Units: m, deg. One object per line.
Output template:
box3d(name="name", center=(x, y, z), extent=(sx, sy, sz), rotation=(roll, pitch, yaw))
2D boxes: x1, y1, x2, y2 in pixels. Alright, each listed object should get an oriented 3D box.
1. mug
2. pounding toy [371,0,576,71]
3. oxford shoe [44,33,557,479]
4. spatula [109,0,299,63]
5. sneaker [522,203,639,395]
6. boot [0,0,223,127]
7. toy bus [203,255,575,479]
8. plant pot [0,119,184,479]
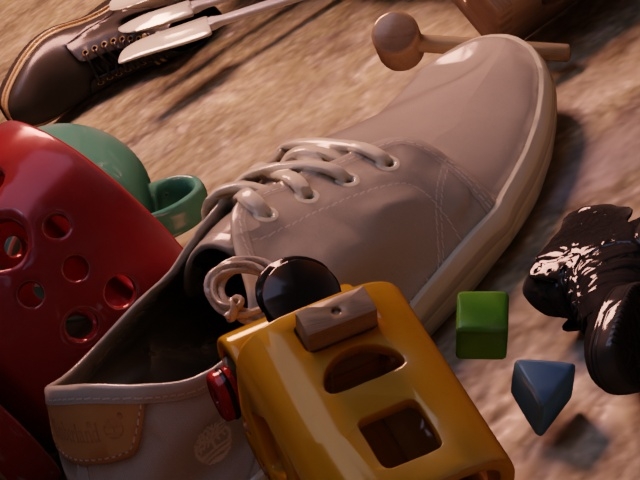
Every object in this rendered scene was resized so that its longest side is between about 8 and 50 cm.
box3d(name="mug", center=(-0.174, -0.015, 1.339), extent=(0.158, 0.129, 0.097), rotation=(-39, 23, 14))
box3d(name="pounding toy", center=(0.123, -0.182, 1.325), extent=(0.206, 0.181, 0.094), rotation=(-36, -17, -5))
box3d(name="oxford shoe", center=(0.000, 0.000, 1.107), extent=(0.169, 0.130, 0.449), rotation=(-7, 34, 48))
box3d(name="spatula", center=(-0.071, -0.227, 1.684), extent=(0.242, 0.019, 0.168), rotation=(-19, 24, 0))
box3d(name="sneaker", center=(0.143, 0.030, 0.969), extent=(0.089, 0.051, 0.170), rotation=(-16, 25, 35))
box3d(name="boot", center=(-0.196, -0.170, 1.743), extent=(0.198, 0.077, 0.137), rotation=(-45, 31, -21))
box3d(name="toy bus", center=(0.011, 0.068, 0.892), extent=(0.202, 0.104, 0.191), rotation=(13, 53, 13))
box3d(name="plant pot", center=(-0.186, 0.049, 1.179), extent=(0.174, 0.191, 0.191), rotation=(-49, 27, -14))
